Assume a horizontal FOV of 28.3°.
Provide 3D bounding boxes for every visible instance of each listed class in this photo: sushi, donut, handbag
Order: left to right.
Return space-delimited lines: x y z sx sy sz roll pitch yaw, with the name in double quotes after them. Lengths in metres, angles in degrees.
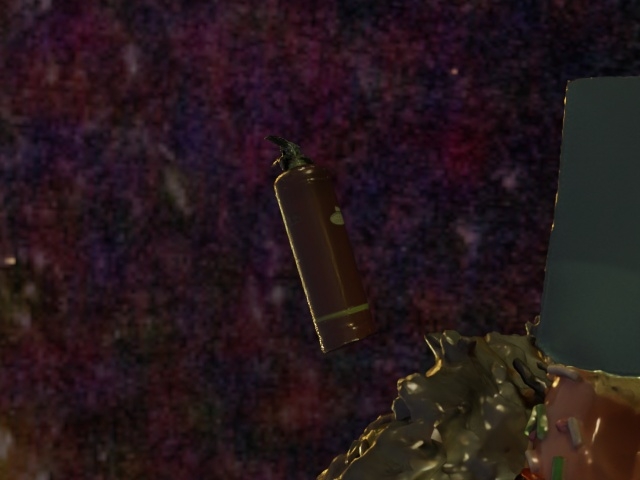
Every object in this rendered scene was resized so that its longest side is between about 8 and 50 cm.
0.071 0.222 0.984 0.176 0.417 0.417 41 135 7 "sushi"
0.201 0.130 0.724 0.233 0.085 0.199 -22 47 57 "donut"
0.201 -0.009 0.517 0.221 0.057 0.144 -1 76 39 "handbag"

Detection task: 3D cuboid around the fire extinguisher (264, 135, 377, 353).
0.000 0.000 0.913 0.043 0.064 0.158 -19 83 30 "fire extinguisher"
